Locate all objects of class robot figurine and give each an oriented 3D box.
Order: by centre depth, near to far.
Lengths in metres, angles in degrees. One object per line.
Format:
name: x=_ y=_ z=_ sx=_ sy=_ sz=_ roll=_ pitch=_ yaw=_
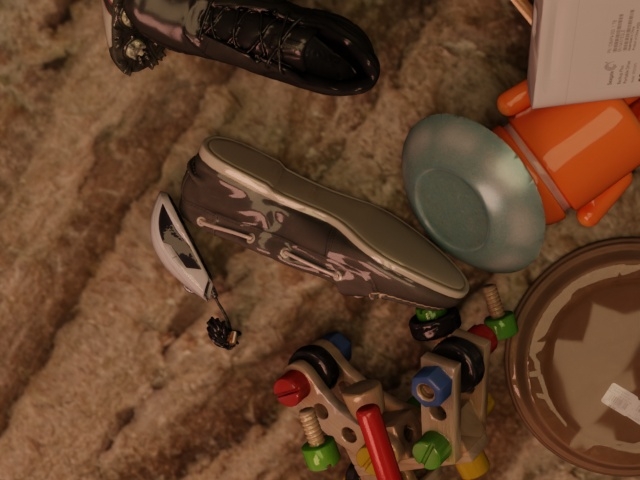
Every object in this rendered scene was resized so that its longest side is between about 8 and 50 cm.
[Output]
robot figurine: x=0.265 y=-0.100 z=1.610 sx=0.219 sy=0.158 sz=0.128 roll=-36 pitch=62 yaw=7

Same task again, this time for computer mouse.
computer mouse: x=-0.146 y=0.037 z=1.675 sx=0.042 sy=0.106 sz=0.193 roll=-27 pitch=88 yaw=0

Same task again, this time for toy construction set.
toy construction set: x=0.090 y=0.227 z=1.594 sx=0.258 sy=0.309 sz=0.237 roll=-14 pitch=104 yaw=16

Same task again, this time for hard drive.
hard drive: x=0.381 y=-0.226 z=1.445 sx=0.353 sy=0.233 sz=0.047 roll=-6 pitch=59 yaw=0

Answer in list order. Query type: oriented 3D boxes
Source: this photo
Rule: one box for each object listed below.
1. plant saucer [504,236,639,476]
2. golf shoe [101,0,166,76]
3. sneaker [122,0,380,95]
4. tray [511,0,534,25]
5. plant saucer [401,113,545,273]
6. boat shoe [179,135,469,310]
plant saucer: x=0.346 y=0.135 z=1.687 sx=0.278 sy=0.041 sz=0.277 roll=0 pitch=99 yaw=2
golf shoe: x=-0.205 y=-0.318 z=1.625 sx=0.120 sy=0.105 sz=0.272 roll=25 pitch=120 yaw=39
sneaker: x=-0.064 y=-0.221 z=1.578 sx=0.286 sy=0.130 sz=0.109 roll=13 pitch=102 yaw=-15
tray: x=0.195 y=-0.401 z=1.523 sx=0.203 sy=0.076 sz=0.411 roll=-39 pitch=98 yaw=14
plant saucer: x=0.150 y=-0.041 z=1.602 sx=0.037 sy=0.195 sz=0.195 roll=-35 pitch=97 yaw=-34
boat shoe: x=0.000 y=0.000 z=1.657 sx=0.335 sy=0.112 sz=0.095 roll=29 pitch=117 yaw=4
